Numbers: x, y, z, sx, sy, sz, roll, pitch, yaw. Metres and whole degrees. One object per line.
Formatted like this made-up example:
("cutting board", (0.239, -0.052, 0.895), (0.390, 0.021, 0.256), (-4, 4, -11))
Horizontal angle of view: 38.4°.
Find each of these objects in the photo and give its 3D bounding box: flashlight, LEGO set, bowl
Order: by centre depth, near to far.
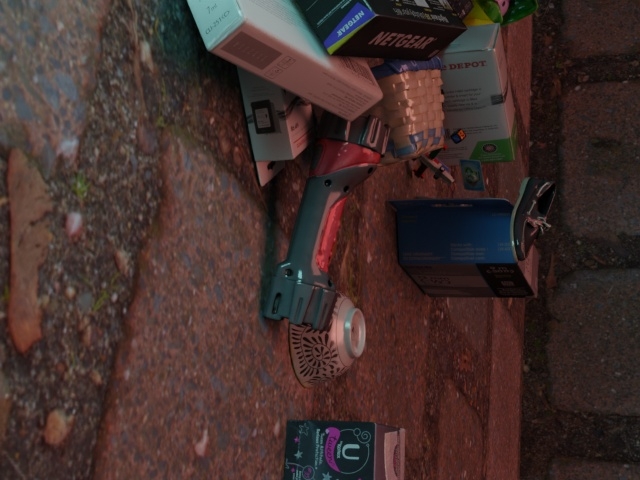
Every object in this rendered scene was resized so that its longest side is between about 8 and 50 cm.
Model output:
("flashlight", (0.014, -0.027, 1.282), (0.103, 0.103, 0.304), (21, 82, -66))
("bowl", (0.020, 0.141, 1.402), (0.170, 0.080, 0.170), (-2, 90, -68))
("LEGO set", (0.278, -0.134, 1.958), (0.060, 0.182, 0.244), (-46, 132, -39))

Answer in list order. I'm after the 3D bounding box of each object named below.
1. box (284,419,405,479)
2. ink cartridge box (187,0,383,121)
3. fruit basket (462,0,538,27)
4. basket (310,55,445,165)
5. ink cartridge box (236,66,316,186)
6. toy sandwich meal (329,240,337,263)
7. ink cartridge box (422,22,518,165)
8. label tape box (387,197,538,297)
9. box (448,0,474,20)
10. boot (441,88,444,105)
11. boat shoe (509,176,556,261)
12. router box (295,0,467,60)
("box", (0.039, 0.392, 1.341), (0.163, 0.142, 0.247), (33, 58, -65))
("ink cartridge box", (-0.063, -0.305, 1.159), (0.296, 0.066, 0.261), (17, 45, -54))
("fruit basket", (0.357, -0.537, 2.136), (0.392, 0.283, 0.392), (-20, 90, -74))
("basket", (0.078, -0.258, 1.425), (0.255, 0.201, 0.289), (-17, 98, -65))
("ink cartridge box", (-0.055, -0.175, 1.260), (0.104, 0.060, 0.180), (-51, 135, -61))
("toy sandwich meal", (0.000, 0.000, 1.437), (0.085, 0.029, 0.085), (-5, 90, -65))
("ink cartridge box", (0.306, -0.313, 2.006), (0.121, 0.211, 0.289), (-68, 149, -45))
("label tape box", (0.300, 0.021, 1.904), (0.348, 0.249, 0.115), (40, 53, -61))
("box", (0.219, -0.508, 1.893), (0.183, 0.059, 0.232), (58, 41, -21))
("boot", (0.194, -0.268, 1.867), (0.121, 0.099, 0.045), (-69, 150, -44))
("boat shoe", (0.406, -0.044, 1.753), (0.075, 0.065, 0.206), (65, 35, -41))
("router box", (0.049, -0.360, 1.218), (0.243, 0.081, 0.309), (58, 29, 9))
